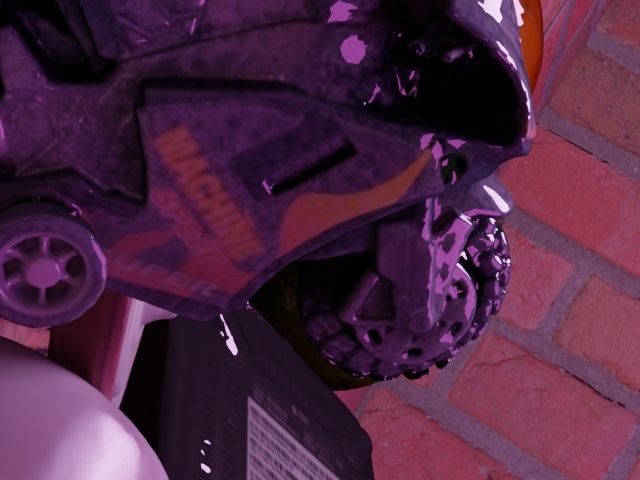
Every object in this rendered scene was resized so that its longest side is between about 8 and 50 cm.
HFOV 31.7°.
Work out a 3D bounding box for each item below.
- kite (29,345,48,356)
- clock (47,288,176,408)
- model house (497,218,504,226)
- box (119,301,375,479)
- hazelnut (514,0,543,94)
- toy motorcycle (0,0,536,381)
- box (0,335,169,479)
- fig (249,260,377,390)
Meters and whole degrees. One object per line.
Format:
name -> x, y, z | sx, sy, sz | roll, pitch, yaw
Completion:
kite -> -0.197, 0.124, 0.764 | 0.232, 0.009, 0.189 | -48, 164, -40
clock -> -0.080, -0.030, 0.558 | 0.244, 0.056, 0.244 | -165, -90, -83
model house -> 0.085, -0.021, 1.166 | 0.211, 0.204, 0.243 | 42, 62, -78
box -> -0.040, 0.190, 0.800 | 0.073, 0.290, 0.289 | -25, -141, 19
hazelnut -> 0.059, -0.141, 0.781 | 0.214, 0.176, 0.214 | -21, 116, -50
toy motorcycle -> -0.041, -0.057, 0.364 | 0.173, 0.307, 0.108 | -55, -153, 21
box -> -0.190, 0.172, 0.470 | 0.291, 0.262, 0.206 | -26, -157, 38
fig -> 0.000, 0.000, 0.934 | 0.203, 0.203, 0.235 | -54, 140, -22
